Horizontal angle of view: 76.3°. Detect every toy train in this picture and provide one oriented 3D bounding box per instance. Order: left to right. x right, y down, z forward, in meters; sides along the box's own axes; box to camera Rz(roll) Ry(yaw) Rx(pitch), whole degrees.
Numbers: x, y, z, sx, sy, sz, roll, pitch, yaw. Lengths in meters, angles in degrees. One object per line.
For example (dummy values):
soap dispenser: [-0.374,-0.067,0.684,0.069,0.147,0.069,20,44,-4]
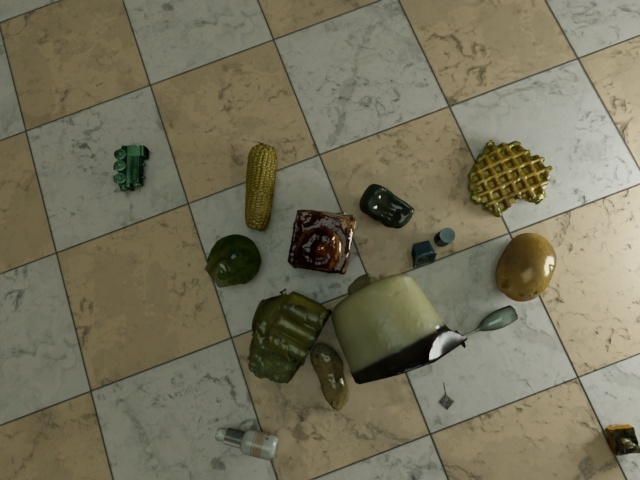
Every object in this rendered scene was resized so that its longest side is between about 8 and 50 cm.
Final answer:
toy train: [-0.677,-0.260,1.458,0.111,0.071,0.170,-3,80,-5]

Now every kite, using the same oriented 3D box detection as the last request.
kite: [0.393,0.498,1.296,0.044,0.002,0.078,-27,81,-2]

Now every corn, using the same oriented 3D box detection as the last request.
corn: [-0.207,-0.184,1.400,0.106,0.106,0.305,3,81,4]

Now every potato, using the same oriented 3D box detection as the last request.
potato: [0.658,0.085,1.295,0.150,0.146,0.233,31,81,-22]

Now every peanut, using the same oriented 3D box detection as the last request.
peanut: [0.034,0.424,1.282,0.100,0.099,0.214,-18,79,0]

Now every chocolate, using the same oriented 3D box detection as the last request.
chocolate: [0.193,0.233,1.193,0.314,0.326,0.296,-12,78,-44]

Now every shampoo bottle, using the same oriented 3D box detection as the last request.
shampoo bottle: [-0.230,0.628,1.271,0.192,0.074,0.074,10,81,6]

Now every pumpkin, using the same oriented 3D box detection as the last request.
pumpkin: [0.910,0.602,1.225,0.074,0.054,0.083,-13,84,5]

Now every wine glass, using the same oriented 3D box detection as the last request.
wine glass: [0.533,0.273,1.300,0.198,0.066,0.066,-25,80,-3]

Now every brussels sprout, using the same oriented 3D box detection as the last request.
brussels sprout: [-0.291,0.066,1.345,0.181,0.144,0.161,-25,114,-13]

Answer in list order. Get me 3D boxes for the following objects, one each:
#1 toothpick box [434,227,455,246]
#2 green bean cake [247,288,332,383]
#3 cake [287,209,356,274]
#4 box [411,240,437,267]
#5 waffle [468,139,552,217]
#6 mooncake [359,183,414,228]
toothpick box: [0.409,-0.010,1.344,0.052,0.083,0.052,-1,79,3]
green bean cake: [-0.118,0.285,1.207,0.202,0.310,0.285,29,80,5]
cake: [0.000,0.000,1.262,0.196,0.293,0.198,11,85,5]
box: [0.334,0.043,1.336,0.074,0.099,0.054,-17,65,-1]
waffle: [0.642,-0.208,1.385,0.291,0.051,0.291,-1,79,5]
mooncake: [0.216,-0.109,1.334,0.175,0.168,0.104,30,84,23]
